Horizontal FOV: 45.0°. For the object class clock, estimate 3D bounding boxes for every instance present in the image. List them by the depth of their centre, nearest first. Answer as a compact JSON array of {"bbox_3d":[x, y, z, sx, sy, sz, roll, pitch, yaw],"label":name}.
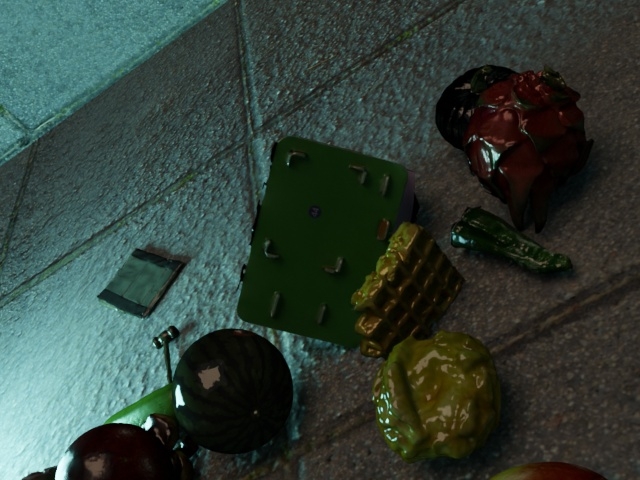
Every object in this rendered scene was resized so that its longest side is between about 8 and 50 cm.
[{"bbox_3d":[0.136,-0.059,1.433,0.198,0.064,0.172,-102,32,-50],"label":"clock"}]

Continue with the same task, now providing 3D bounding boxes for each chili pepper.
[{"bbox_3d":[0.313,0.007,1.239,0.088,0.059,0.226,-46,38,-13],"label":"chili pepper"}]

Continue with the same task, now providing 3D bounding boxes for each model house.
[{"bbox_3d":[0.000,0.000,1.447,0.313,0.242,0.358,-78,1,-84],"label":"model house"}]

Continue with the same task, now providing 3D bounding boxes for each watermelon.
[{"bbox_3d":[-0.147,0.252,1.292,0.212,0.212,0.212,-25,39,22],"label":"watermelon"}]

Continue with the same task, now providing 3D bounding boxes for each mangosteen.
[{"bbox_3d":[-0.322,0.401,1.323,0.257,0.215,0.215,-31,26,-36],"label":"mangosteen"}]

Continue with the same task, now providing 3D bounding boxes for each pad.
[{"bbox_3d":[-0.439,0.103,1.878,0.233,0.022,0.174,9,59,46],"label":"pad"}]

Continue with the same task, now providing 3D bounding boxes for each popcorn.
[{"bbox_3d":[0.164,0.225,1.081,0.197,0.156,0.198,-9,42,9],"label":"popcorn"}]

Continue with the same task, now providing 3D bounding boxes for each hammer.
[{"bbox_3d":[-0.302,0.285,1.558,0.058,0.029,0.292,-37,38,12],"label":"hammer"}]

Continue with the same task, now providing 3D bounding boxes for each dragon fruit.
[{"bbox_3d":[0.331,-0.152,1.256,0.193,0.274,0.192,21,28,30],"label":"dragon fruit"}]

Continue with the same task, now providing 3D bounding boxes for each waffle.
[{"bbox_3d":[0.128,0.096,1.229,0.055,0.160,0.211,18,65,50],"label":"waffle"}]

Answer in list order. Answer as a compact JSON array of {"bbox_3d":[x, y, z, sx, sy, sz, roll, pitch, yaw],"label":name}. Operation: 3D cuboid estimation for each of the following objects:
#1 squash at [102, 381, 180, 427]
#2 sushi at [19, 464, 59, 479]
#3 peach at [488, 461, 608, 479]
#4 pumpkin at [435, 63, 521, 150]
[{"bbox_3d":[-0.327,0.338,1.457,0.292,0.082,0.082,-31,36,30],"label":"squash"},{"bbox_3d":[-0.513,0.484,1.430,0.107,0.161,0.241,-24,40,26],"label":"sushi"},{"bbox_3d":[0.256,0.338,0.846,0.192,0.190,0.190,-5,50,35],"label":"peach"},{"bbox_3d":[0.306,-0.241,1.433,0.194,0.150,0.194,-41,14,13],"label":"pumpkin"}]
